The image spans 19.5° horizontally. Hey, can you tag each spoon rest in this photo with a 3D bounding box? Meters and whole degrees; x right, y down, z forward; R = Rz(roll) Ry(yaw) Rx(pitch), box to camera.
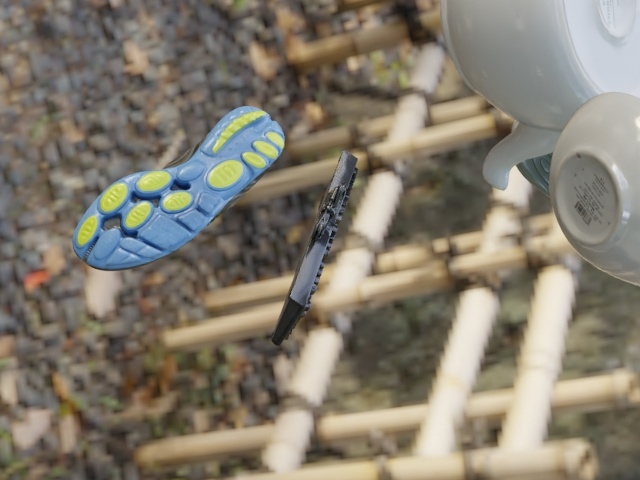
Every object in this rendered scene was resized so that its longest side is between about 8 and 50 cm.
[{"bbox_3d":[0.252,0.014,1.333,0.084,0.137,0.276,-9,55,-33],"label":"spoon rest"}]

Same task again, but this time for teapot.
[{"bbox_3d":[0.198,-0.221,1.763,0.252,0.187,0.256,47,54,-39],"label":"teapot"}]

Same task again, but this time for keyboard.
[{"bbox_3d":[0.000,0.000,1.653,0.023,0.108,0.180,21,51,-2],"label":"keyboard"}]

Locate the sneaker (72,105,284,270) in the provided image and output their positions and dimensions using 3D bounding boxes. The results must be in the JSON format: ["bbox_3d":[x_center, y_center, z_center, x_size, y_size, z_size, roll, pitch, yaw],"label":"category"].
[{"bbox_3d":[-0.101,-0.028,1.362,0.067,0.078,0.188,46,56,9],"label":"sneaker"}]

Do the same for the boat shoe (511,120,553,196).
[{"bbox_3d":[0.327,-0.109,2.128,0.320,0.118,0.103,2,34,-38],"label":"boat shoe"}]
